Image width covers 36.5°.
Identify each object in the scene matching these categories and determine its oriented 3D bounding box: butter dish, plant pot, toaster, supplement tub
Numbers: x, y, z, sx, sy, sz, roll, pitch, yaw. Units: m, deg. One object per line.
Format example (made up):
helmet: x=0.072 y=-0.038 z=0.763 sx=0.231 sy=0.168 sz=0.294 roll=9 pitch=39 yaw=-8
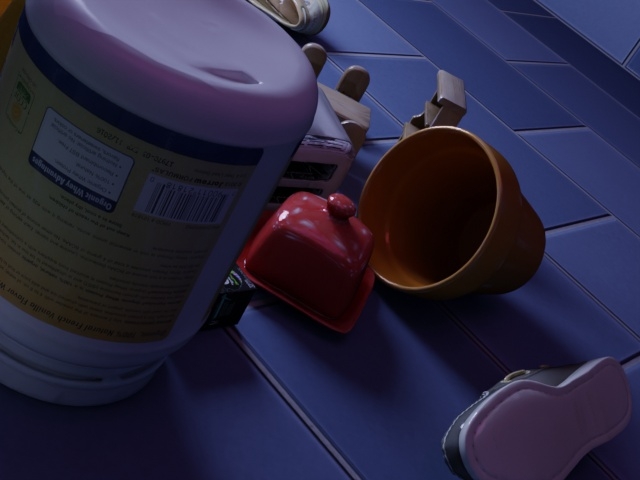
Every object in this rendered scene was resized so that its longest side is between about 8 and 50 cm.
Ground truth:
butter dish: x=0.000 y=0.000 z=1.072 sx=0.160 sy=0.118 sz=0.160 roll=31 pitch=30 yaw=1
plant pot: x=0.180 y=-0.014 z=1.204 sx=0.188 sy=0.205 sz=0.205 roll=23 pitch=26 yaw=-46
toaster: x=-0.066 y=-0.119 z=1.187 sx=0.226 sy=0.129 sz=0.146 roll=3 pitch=42 yaw=-40
supplement tub: x=-0.163 y=-0.042 z=0.783 sx=0.228 sy=0.316 sz=0.228 roll=23 pitch=30 yaw=-14

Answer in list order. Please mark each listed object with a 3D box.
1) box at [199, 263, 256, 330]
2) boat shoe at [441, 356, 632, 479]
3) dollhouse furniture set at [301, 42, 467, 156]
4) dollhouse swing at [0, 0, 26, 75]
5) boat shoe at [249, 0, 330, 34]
box: x=-0.118 y=0.050 z=0.954 sx=0.083 sy=0.052 sz=0.062 roll=-5 pitch=43 yaw=-45
boat shoe: x=0.216 y=0.190 z=1.007 sx=0.305 sy=0.091 sz=0.109 roll=-9 pitch=85 yaw=-47
dollhouse furniture set: x=0.064 y=-0.195 z=1.387 sx=0.242 sy=0.161 sz=0.212 roll=25 pitch=30 yaw=-9
dollhouse swing: x=-0.378 y=-0.266 z=0.947 sx=0.315 sy=0.305 sz=0.347 roll=25 pitch=31 yaw=-10
boat shoe: x=-0.104 y=-0.471 z=1.717 sx=0.285 sy=0.105 sz=0.089 roll=41 pitch=28 yaw=16
